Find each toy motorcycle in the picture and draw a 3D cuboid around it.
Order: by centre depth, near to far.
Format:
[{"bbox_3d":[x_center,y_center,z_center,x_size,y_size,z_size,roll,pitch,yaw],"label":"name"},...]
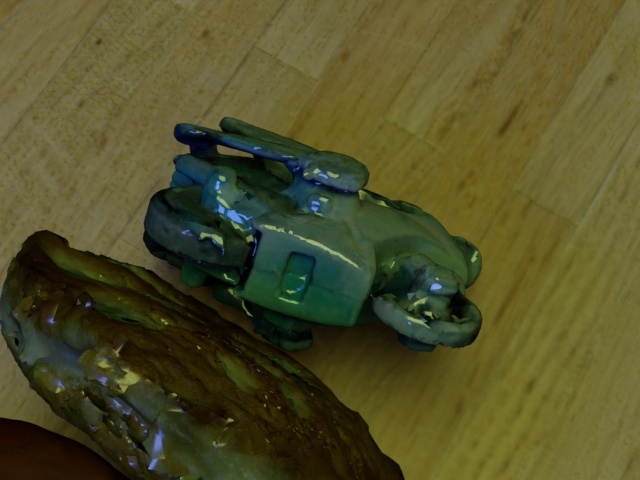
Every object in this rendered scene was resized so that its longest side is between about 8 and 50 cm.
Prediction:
[{"bbox_3d":[0.000,0.000,1.220,0.260,0.206,0.154,20,109,2],"label":"toy motorcycle"}]

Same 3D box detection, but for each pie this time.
[{"bbox_3d":[-0.078,0.110,1.104,0.288,0.355,0.103,39,96,33],"label":"pie"}]

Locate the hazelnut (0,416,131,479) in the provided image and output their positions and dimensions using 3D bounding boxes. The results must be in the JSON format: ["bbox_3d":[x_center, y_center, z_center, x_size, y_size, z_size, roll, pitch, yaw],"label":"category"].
[{"bbox_3d":[-0.253,0.303,0.993,0.409,0.359,0.359,-26,71,-4],"label":"hazelnut"}]
